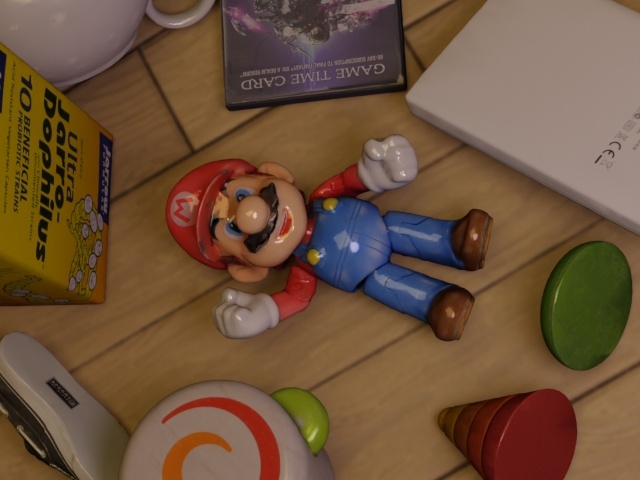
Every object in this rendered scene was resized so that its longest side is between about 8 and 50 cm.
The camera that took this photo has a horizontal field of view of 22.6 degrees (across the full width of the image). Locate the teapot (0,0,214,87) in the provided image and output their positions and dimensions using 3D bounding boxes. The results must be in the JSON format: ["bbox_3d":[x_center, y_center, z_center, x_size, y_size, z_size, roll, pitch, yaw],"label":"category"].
[{"bbox_3d":[-0.276,-0.250,1.686,0.256,0.187,0.252,13,53,31],"label":"teapot"}]

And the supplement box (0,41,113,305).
[{"bbox_3d":[-0.353,-0.057,1.562,0.195,0.356,0.194,-1,78,12],"label":"supplement box"}]

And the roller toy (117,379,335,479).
[{"bbox_3d":[-0.089,0.242,1.551,0.209,0.146,0.191,-1,69,18],"label":"roller toy"}]

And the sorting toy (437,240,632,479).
[{"bbox_3d":[0.212,0.076,1.565,0.126,0.127,0.365,14,77,44],"label":"sorting toy"}]

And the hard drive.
[{"bbox_3d":[0.263,-0.139,1.556,0.307,0.040,0.203,31,72,31],"label":"hard drive"}]

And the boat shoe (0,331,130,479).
[{"bbox_3d":[-0.266,0.194,1.644,0.219,0.078,0.070,49,125,14],"label":"boat shoe"}]

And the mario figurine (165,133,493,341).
[{"bbox_3d":[0.000,0.000,1.568,0.321,0.170,0.198,13,46,7],"label":"mario figurine"}]

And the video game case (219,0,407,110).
[{"bbox_3d":[-0.013,-0.282,1.713,0.196,0.026,0.274,-6,78,11],"label":"video game case"}]
